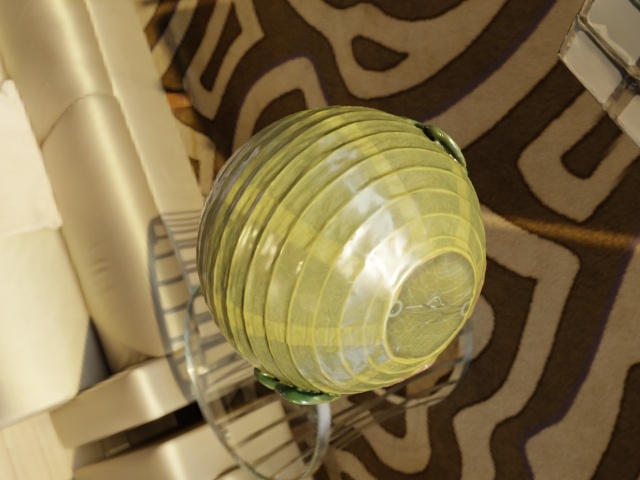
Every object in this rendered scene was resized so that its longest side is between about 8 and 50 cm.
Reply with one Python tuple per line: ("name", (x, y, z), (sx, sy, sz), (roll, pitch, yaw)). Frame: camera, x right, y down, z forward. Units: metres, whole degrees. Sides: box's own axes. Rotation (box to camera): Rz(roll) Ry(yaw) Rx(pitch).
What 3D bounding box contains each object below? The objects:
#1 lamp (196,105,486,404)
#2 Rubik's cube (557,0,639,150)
("lamp", (0.000, 0.000, 0.641), (0.284, 0.250, 0.250), (32, 125, 43))
("Rubik's cube", (0.476, -0.229, 0.736), (0.304, 0.305, 0.301), (52, 173, 14))
